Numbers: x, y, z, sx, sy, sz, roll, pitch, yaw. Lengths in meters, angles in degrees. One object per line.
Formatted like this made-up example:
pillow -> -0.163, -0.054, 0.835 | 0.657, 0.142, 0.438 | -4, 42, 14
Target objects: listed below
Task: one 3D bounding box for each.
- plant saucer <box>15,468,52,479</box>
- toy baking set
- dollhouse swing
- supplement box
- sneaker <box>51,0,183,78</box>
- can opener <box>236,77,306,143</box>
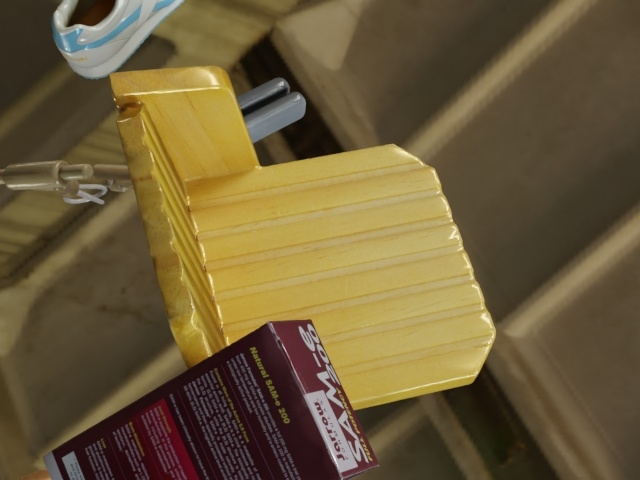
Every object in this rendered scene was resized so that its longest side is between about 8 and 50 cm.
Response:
plant saucer -> -0.315, 0.343, 1.577 | 0.200, 0.200, 0.037 | -44, -134, 30
toy baking set -> -0.284, -0.062, 1.483 | 0.256, 0.197, 0.030 | -1, -97, 31
dollhouse swing -> 0.000, 0.000, 1.276 | 0.305, 0.315, 0.347 | -17, -116, -1
supplement box -> -0.089, 0.171, 0.988 | 0.239, 0.073, 0.130 | -31, -103, 23
sneaker -> -0.197, -0.281, 1.347 | 0.087, 0.092, 0.229 | 28, -104, 16
can opener -> -0.144, -0.164, 1.760 | 0.076, 0.283, 0.095 | 44, -31, 28
